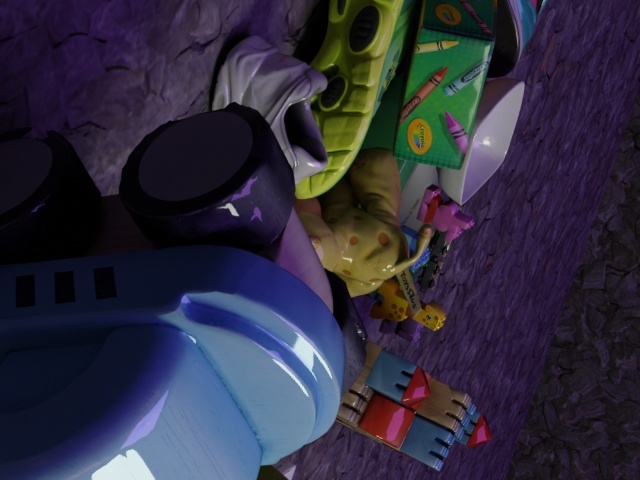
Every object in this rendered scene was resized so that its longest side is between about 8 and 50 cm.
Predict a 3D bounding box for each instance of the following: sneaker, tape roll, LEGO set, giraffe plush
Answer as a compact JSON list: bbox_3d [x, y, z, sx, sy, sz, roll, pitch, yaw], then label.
[{"bbox_3d":[-0.053,-0.068,1.097,0.090,0.115,0.232,-34,142,-55],"label":"sneaker"},{"bbox_3d":[0.116,-0.078,1.518,0.321,0.077,0.321,-50,158,-30],"label":"tape roll"},{"bbox_3d":[0.133,0.057,1.484,0.087,0.093,0.227,-33,146,-53],"label":"LEGO set"},{"bbox_3d":[0.039,-0.174,1.218,0.296,0.109,0.123,-67,155,-1],"label":"sneaker"},{"bbox_3d":[0.233,-0.376,1.465,0.178,0.123,0.296,-58,149,-48],"label":"sneaker"},{"bbox_3d":[0.000,0.000,1.271,0.170,0.210,0.181,-1,132,-31],"label":"giraffe plush"}]

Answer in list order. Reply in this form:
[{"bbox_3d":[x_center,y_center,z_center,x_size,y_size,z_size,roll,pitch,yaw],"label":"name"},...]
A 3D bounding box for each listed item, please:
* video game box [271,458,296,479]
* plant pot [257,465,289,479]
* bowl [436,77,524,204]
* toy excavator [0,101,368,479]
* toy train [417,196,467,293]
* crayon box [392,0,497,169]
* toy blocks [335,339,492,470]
[{"bbox_3d":[-0.118,0.403,1.525,0.187,0.048,0.205,-17,128,-65],"label":"video game box"},{"bbox_3d":[-0.152,0.410,1.215,0.293,0.274,0.275,-27,139,-34],"label":"plant pot"},{"bbox_3d":[0.195,-0.132,1.453,0.142,0.053,0.142,-44,154,-41],"label":"bowl"},{"bbox_3d":[-0.207,0.156,0.728,0.222,0.432,0.445,66,24,-43],"label":"toy excavator"},{"bbox_3d":[0.169,0.001,1.602,0.036,0.027,0.158,-43,154,-66],"label":"toy train"},{"bbox_3d":[0.143,-0.228,1.307,0.278,0.081,0.165,-78,179,-51],"label":"crayon box"},{"bbox_3d":[0.078,0.203,1.490,0.191,0.260,0.381,-63,158,-9],"label":"toy blocks"}]
